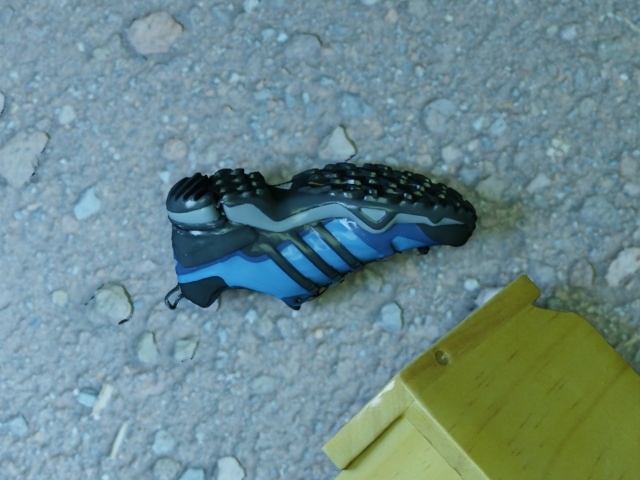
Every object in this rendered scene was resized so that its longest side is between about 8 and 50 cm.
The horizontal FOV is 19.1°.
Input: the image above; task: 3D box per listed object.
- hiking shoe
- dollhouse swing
[{"bbox_3d":[0.000,0.000,1.866,0.304,0.113,0.132,0,112,-3],"label":"hiking shoe"},{"bbox_3d":[0.164,0.294,1.819,0.347,0.305,0.315,47,45,9],"label":"dollhouse swing"}]
